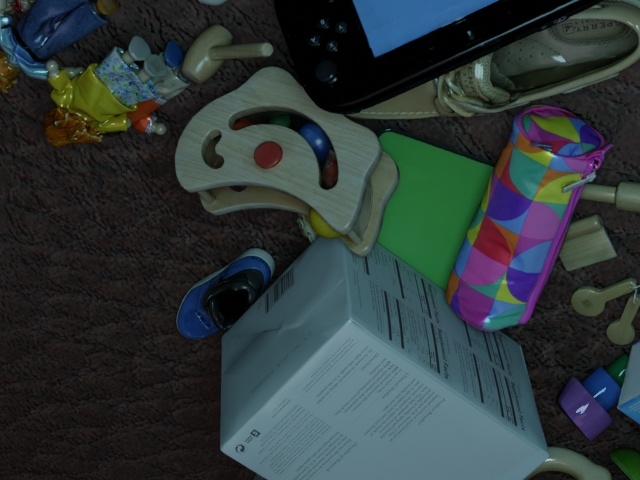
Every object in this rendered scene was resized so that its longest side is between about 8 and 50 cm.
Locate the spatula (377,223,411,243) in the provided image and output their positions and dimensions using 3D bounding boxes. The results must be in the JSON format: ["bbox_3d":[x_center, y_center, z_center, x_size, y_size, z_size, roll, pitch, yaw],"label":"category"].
[{"bbox_3d":[0.077,0.037,1.684,0.084,0.030,0.296,-13,118,4],"label":"spatula"}]

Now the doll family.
[{"bbox_3d":[-0.261,-0.187,1.603,0.163,0.118,0.263,-33,106,30],"label":"doll family"}]

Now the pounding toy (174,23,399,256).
[{"bbox_3d":[-0.062,-0.093,1.533,0.269,0.155,0.154,37,85,27],"label":"pounding toy"}]

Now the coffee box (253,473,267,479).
[{"bbox_3d":[0.044,0.346,1.834,0.246,0.098,0.141,-4,119,19],"label":"coffee box"}]

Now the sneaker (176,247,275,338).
[{"bbox_3d":[-0.115,0.075,1.733,0.152,0.084,0.058,-37,104,31],"label":"sneaker"}]

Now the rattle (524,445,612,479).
[{"bbox_3d":[0.226,0.296,1.773,0.200,0.143,0.130,2,78,14],"label":"rattle"}]

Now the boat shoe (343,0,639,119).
[{"bbox_3d":[0.147,-0.177,1.491,0.341,0.110,0.121,-14,114,23],"label":"boat shoe"}]

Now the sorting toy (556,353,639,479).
[{"bbox_3d":[0.409,0.256,1.692,0.126,0.127,0.365,-42,100,2],"label":"sorting toy"}]

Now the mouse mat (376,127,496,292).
[{"bbox_3d":[0.094,-0.018,1.628,0.153,0.007,0.189,18,120,-15],"label":"mouse mat"}]

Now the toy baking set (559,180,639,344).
[{"bbox_3d":[0.360,0.027,1.598,0.256,0.030,0.196,5,126,21],"label":"toy baking set"}]

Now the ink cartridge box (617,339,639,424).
[{"bbox_3d":[0.392,0.160,1.611,0.143,0.090,0.092,35,138,-15],"label":"ink cartridge box"}]

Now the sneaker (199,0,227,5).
[{"bbox_3d":[-0.030,-0.291,1.499,0.095,0.090,0.235,35,128,-23],"label":"sneaker"}]

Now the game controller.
[{"bbox_3d":[0.115,-0.238,1.426,0.319,0.067,0.166,-24,78,11],"label":"game controller"}]

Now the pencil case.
[{"bbox_3d":[0.203,-0.020,1.571,0.104,0.104,0.236,22,124,4],"label":"pencil case"}]

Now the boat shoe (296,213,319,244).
[{"bbox_3d":[0.001,-0.001,1.674,0.048,0.056,0.153,-17,121,19],"label":"boat shoe"}]

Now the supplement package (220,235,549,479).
[{"bbox_3d":[0.060,0.157,1.613,0.263,0.198,0.199,35,114,-21],"label":"supplement package"}]
